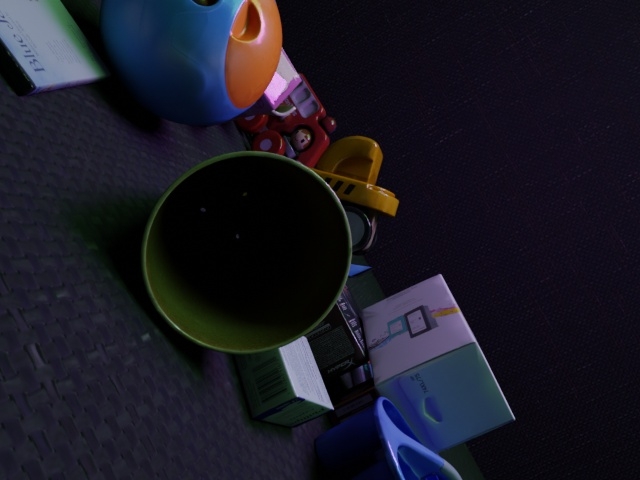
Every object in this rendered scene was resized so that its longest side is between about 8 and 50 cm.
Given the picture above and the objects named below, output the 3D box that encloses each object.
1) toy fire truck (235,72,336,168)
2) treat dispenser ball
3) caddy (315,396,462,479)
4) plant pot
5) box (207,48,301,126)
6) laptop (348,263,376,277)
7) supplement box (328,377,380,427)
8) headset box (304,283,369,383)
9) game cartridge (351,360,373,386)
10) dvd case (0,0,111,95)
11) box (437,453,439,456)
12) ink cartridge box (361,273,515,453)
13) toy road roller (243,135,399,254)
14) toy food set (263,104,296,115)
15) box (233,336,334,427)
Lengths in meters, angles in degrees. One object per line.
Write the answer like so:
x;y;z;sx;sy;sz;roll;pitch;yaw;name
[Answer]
-0.093;-0.340;1.618;0.302;0.254;0.169;60;8;23;toy fire truck
-0.206;-0.334;0.870;0.288;0.288;0.288;59;9;-15;treat dispenser ball
0.138;0.407;0.843;0.341;0.179;0.241;57;11;-28;caddy
-0.111;-0.010;0.713;0.237;0.237;0.254;58;-6;-21;plant pot
-0.204;-0.381;1.153;0.117;0.243;0.213;-54;126;-30;box
0.000;0.000;1.388;0.264;0.136;0.234;62;17;7;laptop
0.092;0.331;1.058;0.081;0.104;0.188;63;9;10;supplement box
0.003;0.137;1.149;0.293;0.110;0.218;62;9;8;headset box
0.155;0.417;1.317;0.230;0.068;0.355;62;8;-23;game cartridge
-0.362;-0.273;0.659;0.180;0.022;0.253;58;9;-18;dvd case
0.275;0.591;1.298;0.233;0.044;0.159;-102;-178;-60;box
0.219;0.240;1.060;0.198;0.197;0.270;60;10;-20;ink cartridge box
0.006;-0.113;1.151;0.329;0.240;0.202;17;0;12;toy road roller
-0.216;-0.443;1.395;0.306;0.092;0.220;40;-7;-33;toy food set
-0.055;0.192;0.766;0.137;0.072;0.126;46;17;-57;box
